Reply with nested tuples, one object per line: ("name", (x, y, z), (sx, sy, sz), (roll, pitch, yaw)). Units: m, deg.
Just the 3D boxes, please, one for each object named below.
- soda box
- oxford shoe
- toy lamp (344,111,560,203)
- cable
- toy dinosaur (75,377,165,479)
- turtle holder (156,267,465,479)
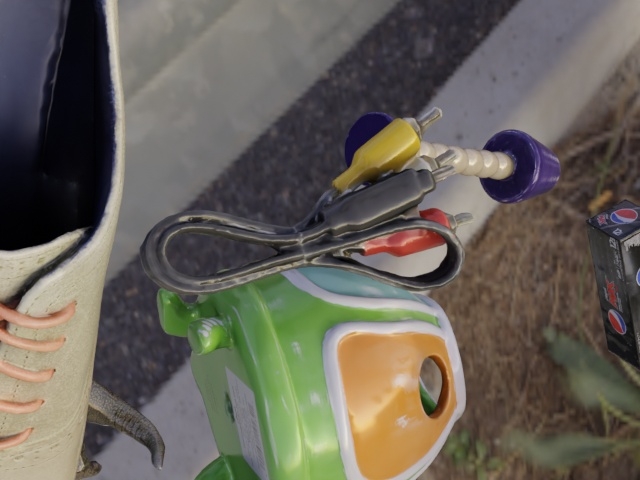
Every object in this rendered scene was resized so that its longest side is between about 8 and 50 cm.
("soda box", (0.317, 0.047, 1.472), (0.053, 0.169, 0.060), (-26, 32, -17))
("oxford shoe", (-0.145, 0.026, 0.538), (0.140, 0.397, 0.146), (-3, 15, -23))
("toy lamp", (0.142, -0.078, 1.428), (0.274, 0.080, 0.080), (1, 33, -48))
("cable", (0.000, 0.000, 1.168), (0.287, 0.140, 0.072), (-21, 7, -14))
("toy dinosaur", (-0.216, 0.072, 0.918), (0.121, 0.160, 0.313), (-28, 34, -22))
("turtle holder", (-0.009, 0.137, 1.305), (0.227, 0.320, 0.243), (-14, 74, -16))
